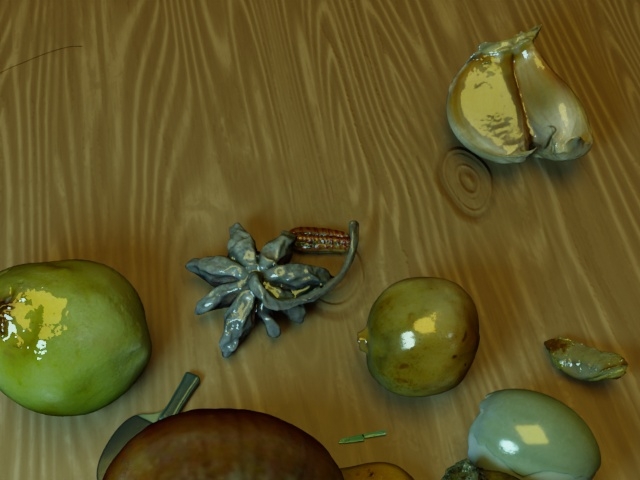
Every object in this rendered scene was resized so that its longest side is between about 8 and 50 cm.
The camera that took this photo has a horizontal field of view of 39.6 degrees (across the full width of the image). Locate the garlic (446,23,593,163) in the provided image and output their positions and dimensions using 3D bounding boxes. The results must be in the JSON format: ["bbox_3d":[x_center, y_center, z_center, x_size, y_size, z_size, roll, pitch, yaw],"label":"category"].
[{"bbox_3d":[0.443,-0.292,1.956,0.286,0.249,0.313,-15,77,-28],"label":"garlic"}]

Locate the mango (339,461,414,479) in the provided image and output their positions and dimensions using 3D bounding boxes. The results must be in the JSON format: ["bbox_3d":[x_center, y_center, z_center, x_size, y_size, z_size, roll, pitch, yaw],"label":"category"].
[{"bbox_3d":[0.089,0.443,1.545,0.165,0.089,0.115,-7,56,-1],"label":"mango"}]

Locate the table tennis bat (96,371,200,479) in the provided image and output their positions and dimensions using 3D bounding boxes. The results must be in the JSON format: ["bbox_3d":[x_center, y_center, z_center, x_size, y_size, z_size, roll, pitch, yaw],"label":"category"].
[{"bbox_3d":[-0.302,0.363,1.641,0.154,0.021,0.274,22,62,14],"label":"table tennis bat"}]

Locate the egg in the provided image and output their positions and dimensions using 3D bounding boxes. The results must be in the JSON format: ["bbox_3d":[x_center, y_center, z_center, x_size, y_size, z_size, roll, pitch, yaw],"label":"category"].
[{"bbox_3d":[0.373,0.356,1.541,0.217,0.183,0.183,17,58,25],"label":"egg"}]

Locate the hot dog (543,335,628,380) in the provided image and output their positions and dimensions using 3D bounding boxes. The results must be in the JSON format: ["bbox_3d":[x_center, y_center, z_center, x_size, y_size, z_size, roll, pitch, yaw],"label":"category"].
[{"bbox_3d":[0.503,0.236,1.695,0.169,0.061,0.078,17,46,41],"label":"hot dog"}]

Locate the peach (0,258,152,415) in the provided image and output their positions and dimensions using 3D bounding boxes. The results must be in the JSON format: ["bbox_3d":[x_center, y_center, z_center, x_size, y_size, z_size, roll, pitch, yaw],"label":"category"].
[{"bbox_3d":[-0.463,0.174,1.601,0.314,0.315,0.281,2,73,-7],"label":"peach"}]

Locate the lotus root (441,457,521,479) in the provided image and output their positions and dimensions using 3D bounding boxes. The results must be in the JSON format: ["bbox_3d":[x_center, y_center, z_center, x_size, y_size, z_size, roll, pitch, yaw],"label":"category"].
[{"bbox_3d":[0.326,0.530,1.414,0.196,0.179,0.397,-34,78,-8],"label":"lotus root"}]

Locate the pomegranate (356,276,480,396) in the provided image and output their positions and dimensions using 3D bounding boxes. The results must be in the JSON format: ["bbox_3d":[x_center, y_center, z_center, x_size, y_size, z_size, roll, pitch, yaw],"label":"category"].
[{"bbox_3d":[0.187,0.181,1.642,0.233,0.233,0.233,0,57,0],"label":"pomegranate"}]

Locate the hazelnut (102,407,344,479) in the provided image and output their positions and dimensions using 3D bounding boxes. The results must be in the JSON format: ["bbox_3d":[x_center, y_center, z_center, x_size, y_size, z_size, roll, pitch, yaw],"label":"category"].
[{"bbox_3d":[-0.150,0.454,1.390,0.410,0.359,0.359,3,57,-5],"label":"hazelnut"}]

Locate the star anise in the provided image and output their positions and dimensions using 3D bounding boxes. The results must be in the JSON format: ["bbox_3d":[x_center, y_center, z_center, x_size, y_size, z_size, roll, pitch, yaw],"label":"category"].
[{"bbox_3d":[-0.114,0.065,1.759,0.316,0.139,0.359,20,65,6],"label":"star anise"}]

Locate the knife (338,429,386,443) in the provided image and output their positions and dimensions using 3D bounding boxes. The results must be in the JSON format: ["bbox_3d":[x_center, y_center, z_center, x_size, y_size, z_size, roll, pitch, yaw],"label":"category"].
[{"bbox_3d":[0.078,0.365,1.645,0.091,0.005,0.014,-9,56,-5],"label":"knife"}]

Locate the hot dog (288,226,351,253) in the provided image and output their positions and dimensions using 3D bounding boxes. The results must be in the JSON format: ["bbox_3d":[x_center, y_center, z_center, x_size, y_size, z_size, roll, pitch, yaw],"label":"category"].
[{"bbox_3d":[0.000,-0.001,1.865,0.144,0.038,0.062,4,57,3],"label":"hot dog"}]
